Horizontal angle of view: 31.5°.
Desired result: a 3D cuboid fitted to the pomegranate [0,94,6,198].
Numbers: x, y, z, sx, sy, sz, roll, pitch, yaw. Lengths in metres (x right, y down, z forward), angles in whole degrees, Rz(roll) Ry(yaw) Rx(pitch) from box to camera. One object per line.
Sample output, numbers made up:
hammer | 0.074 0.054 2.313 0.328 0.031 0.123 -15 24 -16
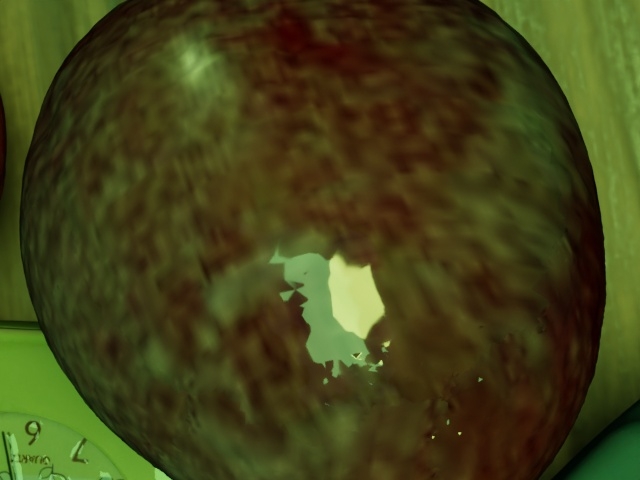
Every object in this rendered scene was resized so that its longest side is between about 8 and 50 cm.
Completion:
pomegranate | -0.270 -0.048 0.515 0.256 0.221 0.221 3 89 41

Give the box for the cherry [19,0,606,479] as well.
cherry | 0.000 0.000 0.460 0.230 0.203 0.300 -5 46 -22

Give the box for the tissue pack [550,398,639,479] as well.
tissue pack | 0.208 0.133 0.437 0.287 0.206 0.198 -29 62 -16

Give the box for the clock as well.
clock | -0.143 0.156 0.564 0.170 0.069 0.232 3 91 6
